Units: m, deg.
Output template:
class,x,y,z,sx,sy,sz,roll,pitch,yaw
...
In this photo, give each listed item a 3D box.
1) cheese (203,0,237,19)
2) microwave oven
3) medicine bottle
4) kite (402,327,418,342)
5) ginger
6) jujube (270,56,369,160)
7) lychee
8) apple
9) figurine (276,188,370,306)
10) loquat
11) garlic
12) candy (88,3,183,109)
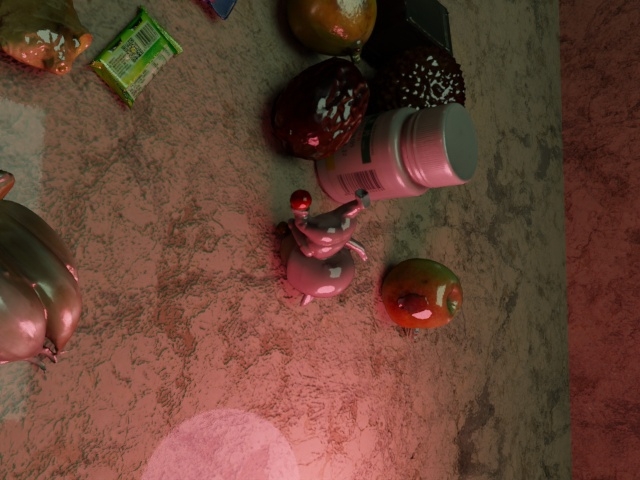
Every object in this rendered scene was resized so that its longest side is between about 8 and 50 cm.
class,x,y,z,sx,sy,sz,roll,pitch,yaw
cheese,-0.249,-0.529,0.972,0.244,0.062,0.155,42,58,-40
microwave oven,0.223,-0.589,1.434,0.247,0.188,0.178,13,72,-44
medicine bottle,0.177,-0.204,1.228,0.208,0.340,0.208,6,82,-49
kite,0.287,0.182,1.575,0.141,0.015,0.245,34,59,-41
ginger,-0.424,-0.379,0.751,0.131,0.086,0.294,-18,93,-39
jujube,0.002,-0.290,1.152,0.243,0.183,0.183,-48,124,-15
lychee,0.252,-0.377,1.388,0.304,0.276,0.275,-19,102,-29
apple,0.278,0.142,1.433,0.174,0.188,0.207,49,52,-34
figurine,0.000,0.000,1.125,0.176,0.186,0.287,-35,149,-34
loquat,0.037,-0.513,1.188,0.213,0.213,0.246,-18,79,-48
garlic,-0.442,0.066,0.672,0.237,0.210,0.291,-63,137,-78
candy,-0.317,-0.319,0.900,0.102,0.032,0.178,52,50,-38
